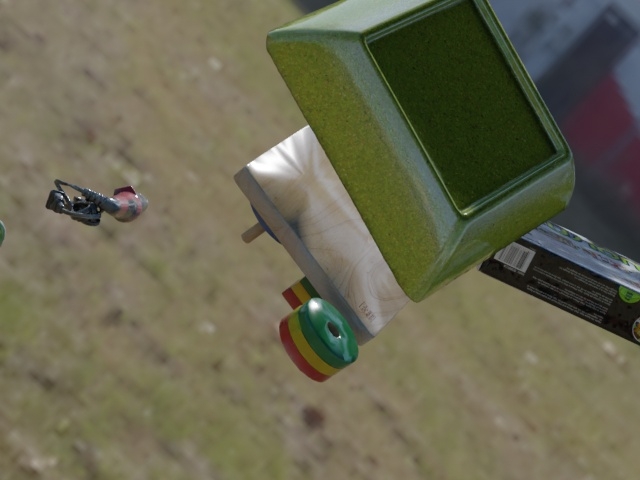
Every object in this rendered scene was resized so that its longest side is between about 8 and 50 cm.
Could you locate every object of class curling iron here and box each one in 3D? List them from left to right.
[{"bbox_3d":[-0.198,-0.039,1.903,0.068,0.035,0.274,19,5,7],"label":"curling iron"}]

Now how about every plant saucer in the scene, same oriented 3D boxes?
[{"bbox_3d":[0.079,-0.081,1.253,0.188,0.045,0.188,-30,90,-46],"label":"plant saucer"}]

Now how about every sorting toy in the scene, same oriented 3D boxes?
[{"bbox_3d":[0.000,0.000,1.292,0.132,0.046,0.274,53,24,-2],"label":"sorting toy"}]

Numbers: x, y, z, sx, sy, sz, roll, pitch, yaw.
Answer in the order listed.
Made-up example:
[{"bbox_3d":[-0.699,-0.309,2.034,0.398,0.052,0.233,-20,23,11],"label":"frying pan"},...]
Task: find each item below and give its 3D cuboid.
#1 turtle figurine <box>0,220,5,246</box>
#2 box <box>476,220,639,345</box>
[{"bbox_3d":[-0.387,-0.074,1.606,0.274,0.198,0.266,-1,31,-38],"label":"turtle figurine"},{"bbox_3d":[0.206,0.034,1.436,0.207,0.036,0.114,25,13,-8],"label":"box"}]
